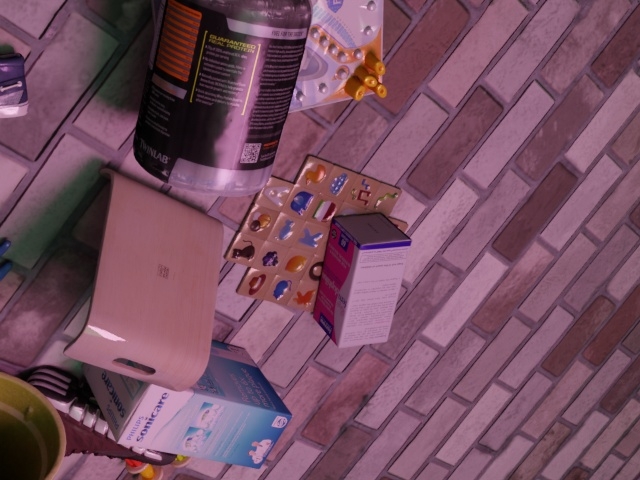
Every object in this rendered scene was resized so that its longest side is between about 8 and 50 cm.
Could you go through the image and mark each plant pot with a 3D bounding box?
[{"bbox_3d":[-0.563,0.386,1.508,0.276,0.276,0.254,1,131,-32],"label":"plant pot"}]

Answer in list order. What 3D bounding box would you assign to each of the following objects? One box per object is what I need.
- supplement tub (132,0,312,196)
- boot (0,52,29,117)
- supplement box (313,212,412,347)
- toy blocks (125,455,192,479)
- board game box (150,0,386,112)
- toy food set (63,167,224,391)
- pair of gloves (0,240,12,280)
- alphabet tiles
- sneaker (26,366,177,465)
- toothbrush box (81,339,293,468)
[{"bbox_3d":[-0.132,-0.248,1.336,0.207,0.207,0.338,1,118,-32],"label":"supplement tub"},{"bbox_3d":[-0.493,-0.208,1.306,0.190,0.069,0.086,-13,117,-34],"label":"boot"},{"bbox_3d":[0.074,0.074,1.773,0.114,0.111,0.220,-6,120,-28],"label":"supplement box"},{"bbox_3d":[-0.314,0.374,1.771,0.123,0.054,0.148,-33,129,-9],"label":"toy blocks"},{"bbox_3d":[-0.063,-0.365,1.475,0.390,0.050,0.390,-16,126,-22],"label":"board game box"},{"bbox_3d":[-0.271,0.059,1.482,0.092,0.306,0.219,-22,144,40],"label":"toy food set"},{"bbox_3d":[-0.566,0.037,1.432,0.198,0.023,0.159,26,102,-40],"label":"pair of gloves"},{"bbox_3d":[0.000,0.000,1.763,0.342,0.011,0.285,17,108,-37],"label":"alphabet tiles"},{"bbox_3d":[-0.394,0.338,1.647,0.281,0.106,0.162,31,113,-10],"label":"sneaker"},{"bbox_3d":[-0.230,0.259,1.647,0.295,0.216,0.126,20,106,-37],"label":"toothbrush box"}]
